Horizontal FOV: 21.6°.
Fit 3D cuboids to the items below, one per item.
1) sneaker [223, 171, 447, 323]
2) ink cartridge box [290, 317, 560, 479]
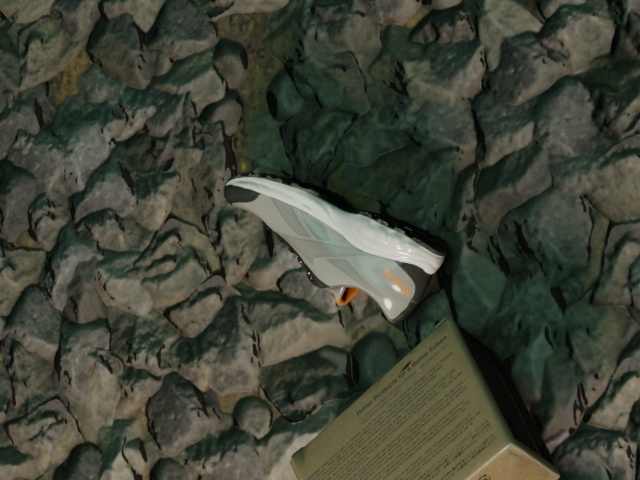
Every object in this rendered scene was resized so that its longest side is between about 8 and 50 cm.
[{"bbox_3d":[0.000,0.000,1.787,0.271,0.100,0.108,26,99,29],"label":"sneaker"},{"bbox_3d":[0.098,0.224,1.658,0.234,0.088,0.193,-43,36,17],"label":"ink cartridge box"}]
